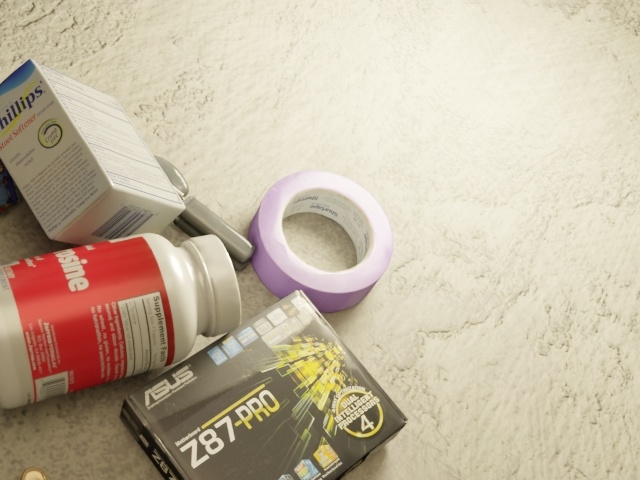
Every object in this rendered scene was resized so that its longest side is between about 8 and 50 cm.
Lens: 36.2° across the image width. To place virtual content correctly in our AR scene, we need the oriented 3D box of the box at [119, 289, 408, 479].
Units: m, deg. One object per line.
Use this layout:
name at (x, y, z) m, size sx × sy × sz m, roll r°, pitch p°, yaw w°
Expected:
box at (-0.092, 0.308, 1.686) m, size 0.395 × 0.097 × 0.318 m, roll -30°, pitch 70°, yaw -32°

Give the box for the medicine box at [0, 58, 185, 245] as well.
medicine box at (-0.417, -0.140, 1.722) m, size 0.149 × 0.263 × 0.289 m, roll -39°, pitch 73°, yaw 11°

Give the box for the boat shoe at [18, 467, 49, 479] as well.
boat shoe at (-0.438, 0.427, 1.506) m, size 0.063 × 0.059 × 0.170 m, roll 0°, pitch 61°, yaw -20°

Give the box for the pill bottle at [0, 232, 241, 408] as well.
pill bottle at (-0.350, 0.116, 1.614) m, size 0.408 × 0.229 × 0.229 m, roll -14°, pitch 66°, yaw -24°

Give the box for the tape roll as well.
tape roll at (0.000, 0.000, 1.911) m, size 0.275 × 0.090 × 0.274 m, roll 10°, pitch 57°, yaw -16°

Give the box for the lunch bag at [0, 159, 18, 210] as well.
lunch bag at (-0.717, -0.142, 1.720) m, size 0.293 × 0.138 × 0.221 m, roll 41°, pitch 57°, yaw 20°

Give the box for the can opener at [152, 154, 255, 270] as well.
can opener at (-0.234, -0.063, 1.870) m, size 0.283 × 0.076 × 0.095 m, roll 37°, pitch 56°, yaw 3°
